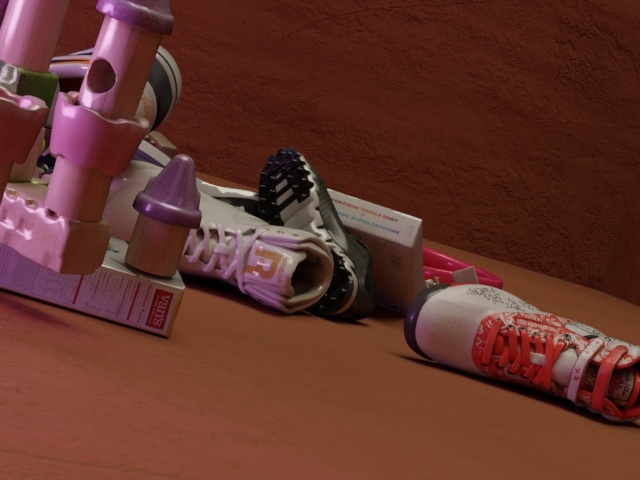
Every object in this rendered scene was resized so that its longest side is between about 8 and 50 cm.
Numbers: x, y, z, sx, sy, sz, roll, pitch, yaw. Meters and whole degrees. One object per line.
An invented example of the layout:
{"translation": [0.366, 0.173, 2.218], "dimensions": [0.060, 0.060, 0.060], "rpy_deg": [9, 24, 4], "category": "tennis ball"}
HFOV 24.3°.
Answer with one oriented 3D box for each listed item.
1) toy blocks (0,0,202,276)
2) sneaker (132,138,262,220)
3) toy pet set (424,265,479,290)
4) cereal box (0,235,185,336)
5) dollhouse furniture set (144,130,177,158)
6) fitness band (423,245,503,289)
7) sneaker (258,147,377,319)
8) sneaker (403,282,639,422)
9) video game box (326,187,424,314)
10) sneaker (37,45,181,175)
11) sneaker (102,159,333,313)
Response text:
{"translation": [-0.219, -0.140, 1.095], "dimensions": [0.289, 0.260, 0.309], "rpy_deg": [24, 11, 31], "category": "toy blocks"}
{"translation": [-0.144, -0.007, 1.671], "dimensions": [0.283, 0.107, 0.124], "rpy_deg": [25, 31, -15], "category": "sneaker"}
{"translation": [0.175, 0.081, 2.094], "dimensions": [0.114, 0.065, 0.122], "rpy_deg": [-17, -3, 6], "category": "toy pet set"}
{"translation": [-0.231, 0.008, 1.187], "dimensions": [0.240, 0.047, 0.173], "rpy_deg": [17, 5, -12], "category": "cereal box"}
{"translation": [-0.292, -0.096, 1.897], "dimensions": [0.123, 0.144, 0.151], "rpy_deg": [8, 24, -41], "category": "dollhouse furniture set"}
{"translation": [0.206, 0.053, 2.555], "dimensions": [0.209, 0.054, 0.291], "rpy_deg": [20, 5, -2], "category": "fitness band"}
{"translation": [0.000, 0.000, 1.664], "dimensions": [0.106, 0.078, 0.234], "rpy_deg": [32, 28, -51], "category": "sneaker"}
{"translation": [0.224, 0.111, 1.482], "dimensions": [0.270, 0.090, 0.145], "rpy_deg": [18, 0, -32], "category": "sneaker"}
{"translation": [0.032, 0.008, 1.802], "dimensions": [0.187, 0.048, 0.205], "rpy_deg": [17, -23, 12], "category": "video game box"}
{"translation": [-0.298, -0.110, 1.435], "dimensions": [0.321, 0.126, 0.127], "rpy_deg": [-18, 17, 20], "category": "sneaker"}
{"translation": [-0.104, -0.002, 1.483], "dimensions": [0.169, 0.108, 0.292], "rpy_deg": [17, 2, 36], "category": "sneaker"}
